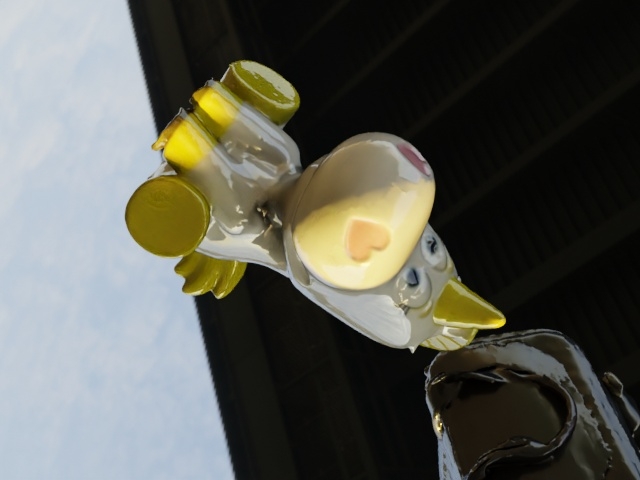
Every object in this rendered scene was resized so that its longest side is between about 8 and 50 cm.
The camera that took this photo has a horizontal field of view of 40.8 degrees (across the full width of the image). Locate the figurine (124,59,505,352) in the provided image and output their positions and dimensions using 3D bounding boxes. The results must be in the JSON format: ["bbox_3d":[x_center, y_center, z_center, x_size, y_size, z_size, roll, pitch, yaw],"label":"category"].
[{"bbox_3d":[0.002,-0.004,0.395,0.178,0.129,0.109,18,-125,16],"label":"figurine"}]

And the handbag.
[{"bbox_3d":[0.192,0.204,0.731,0.181,0.181,0.254,-11,-142,0],"label":"handbag"}]
